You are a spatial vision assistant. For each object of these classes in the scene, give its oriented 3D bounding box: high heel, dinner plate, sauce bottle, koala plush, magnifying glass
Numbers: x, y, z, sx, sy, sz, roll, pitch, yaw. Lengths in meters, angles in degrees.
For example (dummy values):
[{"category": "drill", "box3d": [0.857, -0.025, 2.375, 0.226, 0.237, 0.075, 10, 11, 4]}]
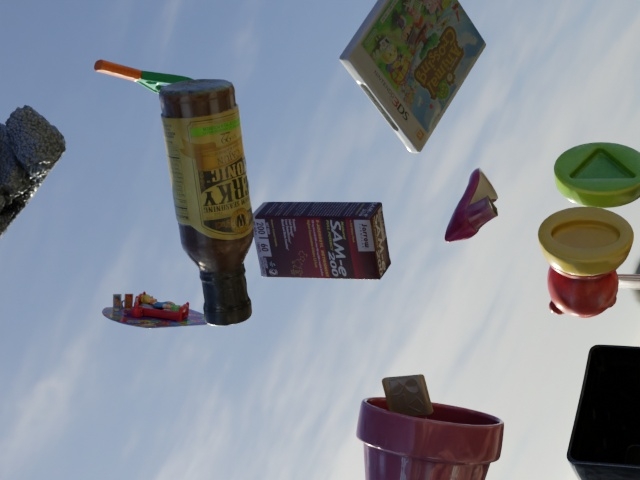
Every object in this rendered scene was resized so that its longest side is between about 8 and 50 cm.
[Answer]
[{"category": "high heel", "box3d": [0.305, -0.072, 2.524, 0.117, 0.082, 0.244, -32, 22, 17]}, {"category": "dinner plate", "box3d": [0.464, 0.060, 1.760, 0.141, 0.141, 0.017, -3, -86, -72]}, {"category": "sauce bottle", "box3d": [-0.150, -0.051, 1.711, 0.111, 0.111, 0.344, -39, -55, -58]}, {"category": "koala plush", "box3d": [-0.450, -0.107, 1.482, 0.196, 0.221, 0.203, -55, 11, -7]}, {"category": "magnifying glass", "box3d": [-0.332, -0.310, 2.343, 0.231, 0.092, 0.026, 12, -103, -44]}]

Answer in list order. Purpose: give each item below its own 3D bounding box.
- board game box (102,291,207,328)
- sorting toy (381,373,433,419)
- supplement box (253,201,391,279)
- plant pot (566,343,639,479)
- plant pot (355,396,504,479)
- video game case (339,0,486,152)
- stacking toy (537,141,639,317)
[{"category": "board game box", "box3d": [-0.255, 0.104, 1.912, 0.169, 0.133, 0.033, -1, -78, -37]}, {"category": "sorting toy", "box3d": [0.119, 0.218, 1.623, 0.012, 0.062, 0.083, -30, -73, -60]}, {"category": "supplement box", "box3d": [0.000, 0.000, 2.237, 0.073, 0.240, 0.130, -52, -43, -56]}, {"category": "plant pot", "box3d": [0.420, 0.256, 1.501, 0.187, 0.188, 0.167, -66, -32, -42]}, {"category": "plant pot", "box3d": [0.141, 0.318, 1.656, 0.201, 0.201, 0.180, 9, -91, -73]}, {"category": "video game case", "box3d": [0.134, -0.263, 1.694, 0.193, 0.023, 0.212, 49, -117, -35]}, {"category": "stacking toy", "box3d": [0.446, -0.008, 1.648, 0.279, 0.309, 0.130, -81, -13, -53]}]
